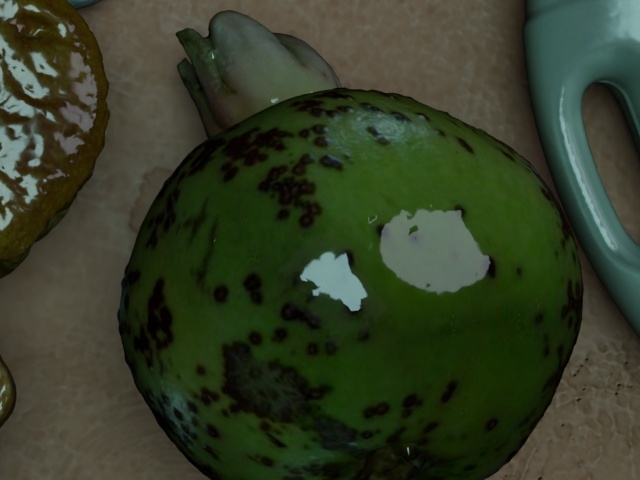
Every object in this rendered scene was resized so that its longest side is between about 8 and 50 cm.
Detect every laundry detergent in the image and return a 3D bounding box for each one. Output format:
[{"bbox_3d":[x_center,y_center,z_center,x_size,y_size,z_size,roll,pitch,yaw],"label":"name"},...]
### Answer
[{"bbox_3d":[0.282,-0.011,1.263,0.264,0.125,0.398,-8,89,-9],"label":"laundry detergent"}]

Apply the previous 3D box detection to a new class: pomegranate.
[{"bbox_3d":[0.000,0.000,1.176,0.285,0.285,0.341,-16,58,-9],"label":"pomegranate"}]

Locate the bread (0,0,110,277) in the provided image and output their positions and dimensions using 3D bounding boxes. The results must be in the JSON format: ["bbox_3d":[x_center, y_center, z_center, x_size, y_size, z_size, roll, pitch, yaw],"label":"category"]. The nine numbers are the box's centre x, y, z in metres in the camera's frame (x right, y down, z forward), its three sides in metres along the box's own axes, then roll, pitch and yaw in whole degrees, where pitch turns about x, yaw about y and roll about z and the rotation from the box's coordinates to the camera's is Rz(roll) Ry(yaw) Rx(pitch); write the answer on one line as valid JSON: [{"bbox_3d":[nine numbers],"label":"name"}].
[{"bbox_3d":[-0.263,-0.087,1.185,0.253,0.142,0.227,45,75,0],"label":"bread"}]

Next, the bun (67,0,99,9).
[{"bbox_3d":[-0.166,-0.189,1.251,0.083,0.045,0.083,5,75,-19],"label":"bun"}]

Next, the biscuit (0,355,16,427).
[{"bbox_3d":[-0.290,0.162,1.092,0.186,0.044,0.295,18,72,2],"label":"biscuit"}]
